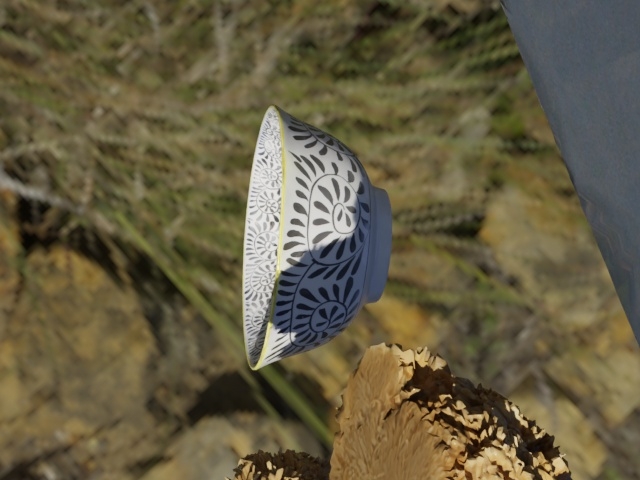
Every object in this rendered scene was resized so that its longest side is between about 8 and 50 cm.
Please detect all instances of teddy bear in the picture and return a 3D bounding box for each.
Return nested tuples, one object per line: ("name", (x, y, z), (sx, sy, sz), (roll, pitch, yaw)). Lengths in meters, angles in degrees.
("teddy bear", (0.018, 0.207, 0.836), (0.113, 0.245, 0.338), (13, 102, -31))

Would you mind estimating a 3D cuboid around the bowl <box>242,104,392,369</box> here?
("bowl", (0.000, 0.000, 1.162), (0.080, 0.170, 0.170), (3, 145, -9))

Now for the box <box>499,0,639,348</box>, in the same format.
("box", (0.309, -0.099, 0.593), (0.396, 0.212, 0.293), (-13, 162, -23))
